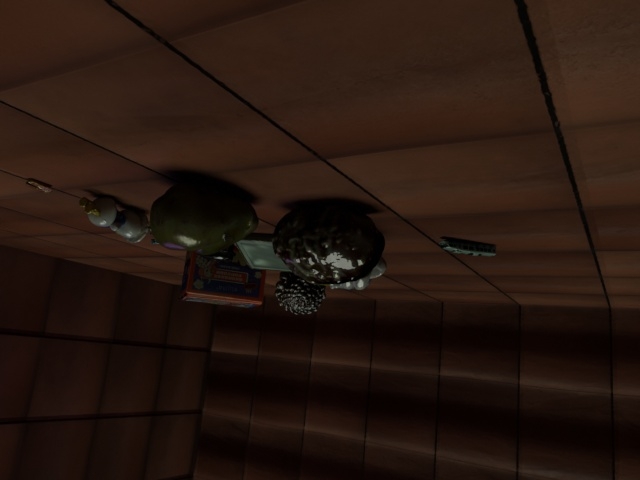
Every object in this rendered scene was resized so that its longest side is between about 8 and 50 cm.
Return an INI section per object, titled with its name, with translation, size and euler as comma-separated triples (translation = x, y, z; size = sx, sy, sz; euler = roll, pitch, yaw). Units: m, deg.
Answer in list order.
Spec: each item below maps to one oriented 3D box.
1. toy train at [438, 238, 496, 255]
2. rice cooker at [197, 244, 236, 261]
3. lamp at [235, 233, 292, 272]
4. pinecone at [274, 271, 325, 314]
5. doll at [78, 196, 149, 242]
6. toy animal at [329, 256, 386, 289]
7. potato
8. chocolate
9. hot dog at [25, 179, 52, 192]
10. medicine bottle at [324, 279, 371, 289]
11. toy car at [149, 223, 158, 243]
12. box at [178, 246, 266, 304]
[toy train]
translation = 0.513, 0.026, 1.834
size = 0.207, 0.047, 0.043
euler = 8, 166, -14
[rice cooker]
translation = -0.435, 0.037, 2.184
size = 0.165, 0.106, 0.112
euler = -2, 166, 15
[lamp]
translation = -0.194, 0.054, 2.140
size = 0.269, 0.047, 0.266
euler = 4, 153, 12
[pinecone]
translation = -0.102, 0.204, 2.451
size = 0.246, 0.246, 0.292
euler = 9, -155, -15
[doll]
translation = -0.694, -0.073, 1.790
size = 0.138, 0.119, 0.293
euler = 48, -174, 26
[toy animal]
translation = 0.098, 0.072, 1.863
size = 0.271, 0.206, 0.265
euler = 28, 163, 11
[potato]
translation = -0.322, -0.063, 1.501
size = 0.351, 0.202, 0.218
euler = 0, 164, -44
[chocolate]
translation = 0.000, 0.000, 1.580
size = 0.340, 0.225, 0.210
euler = -4, 156, 37
[hot dog]
translation = -0.881, -0.172, 1.644
size = 0.037, 0.021, 0.083
euler = -21, 156, 17
[medicine bottle]
translation = 0.083, 0.140, 2.324
size = 0.293, 0.141, 0.141
euler = 11, 166, -26
[toy car]
translation = -0.615, -0.014, 2.047
size = 0.126, 0.098, 0.161
euler = 13, 164, -22
[box]
translation = -0.458, 0.171, 2.448
size = 0.348, 0.257, 0.318
euler = 10, 168, -20
